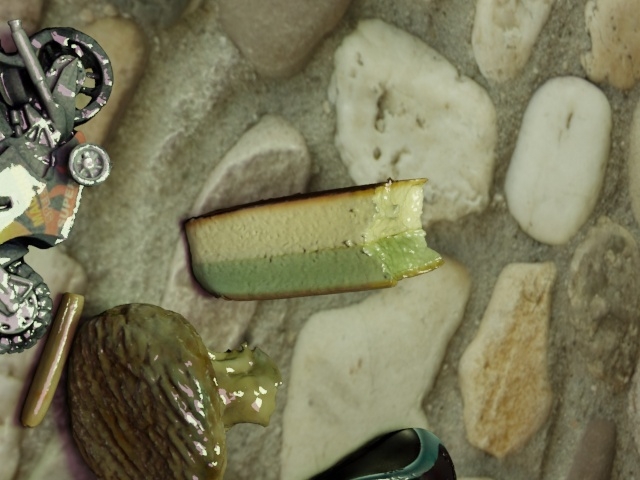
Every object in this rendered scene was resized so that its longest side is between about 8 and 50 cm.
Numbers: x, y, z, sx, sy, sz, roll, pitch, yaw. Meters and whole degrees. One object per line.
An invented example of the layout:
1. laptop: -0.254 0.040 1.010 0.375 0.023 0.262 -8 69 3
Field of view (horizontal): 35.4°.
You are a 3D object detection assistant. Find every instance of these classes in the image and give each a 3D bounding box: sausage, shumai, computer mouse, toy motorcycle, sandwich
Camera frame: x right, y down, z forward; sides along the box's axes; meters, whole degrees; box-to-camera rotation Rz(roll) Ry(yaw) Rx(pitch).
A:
1. sausage: -0.253 0.113 0.951 0.024 0.024 0.132 24 75 -33
2. shumai: -0.140 0.155 0.974 0.153 0.161 0.209 -21 82 -56
3. computer mouse: 0.077 0.306 1.143 0.233 0.096 0.137 -23 103 -35
4. toy motorcycle: -0.287 -0.059 0.881 0.173 0.108 0.307 17 77 -29
5. sandwich: 0.000 0.000 1.037 0.220 0.186 0.108 -11 94 -35
